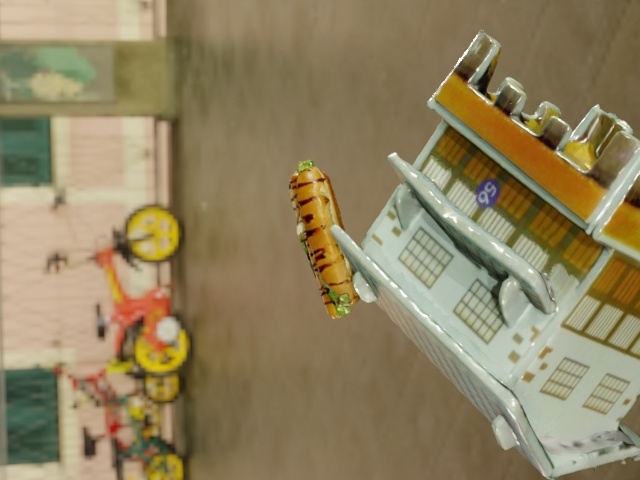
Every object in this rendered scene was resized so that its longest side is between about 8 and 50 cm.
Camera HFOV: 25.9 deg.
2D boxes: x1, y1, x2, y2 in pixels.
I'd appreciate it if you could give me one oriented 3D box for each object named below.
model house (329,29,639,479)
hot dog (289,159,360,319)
[{"bbox_3d":[0.152,0.013,0.953,0.215,0.198,0.224,-57,45,13],"label":"model house"},{"bbox_3d":[0.000,0.000,1.042,0.049,0.037,0.122,-178,73,-77],"label":"hot dog"}]
